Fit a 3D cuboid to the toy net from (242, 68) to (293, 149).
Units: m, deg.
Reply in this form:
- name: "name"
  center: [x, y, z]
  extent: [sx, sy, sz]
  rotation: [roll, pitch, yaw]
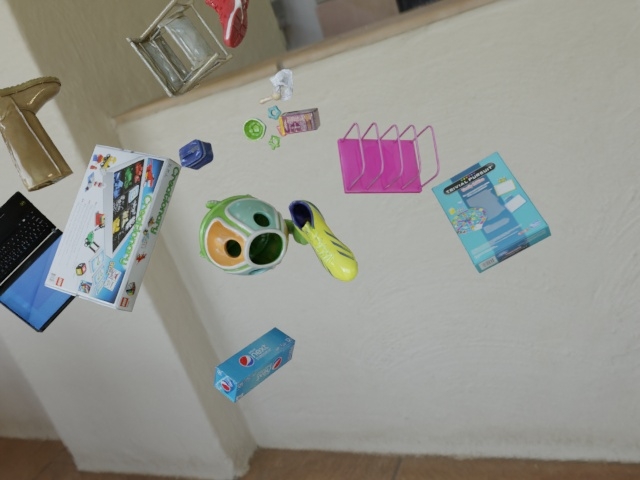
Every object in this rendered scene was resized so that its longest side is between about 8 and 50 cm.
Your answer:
- name: "toy net"
  center: [-0.131, -0.383, 1.747]
  extent: [0.232, 0.122, 0.045]
  rotation: [-60, -5, 23]

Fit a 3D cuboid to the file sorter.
- name: "file sorter"
  center: [0.233, -0.286, 2.043]
  extent: [0.291, 0.202, 0.182]
  rotation: [-2, -16, -18]

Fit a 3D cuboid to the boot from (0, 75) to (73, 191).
- name: "boot"
  center: [-0.753, -0.290, 1.622]
  extent: [0.236, 0.269, 0.089]
  rotation: [-34, 6, -38]

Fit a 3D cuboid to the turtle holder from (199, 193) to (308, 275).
- name: "turtle holder"
  center: [-0.191, 0.003, 1.791]
  extent: [0.227, 0.320, 0.243]
  rotation: [24, 89, 51]

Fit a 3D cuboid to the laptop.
- name: "laptop"
  center: [-0.716, 0.059, 1.471]
  extent: [0.137, 0.264, 0.234]
  rotation: [29, 69, 25]

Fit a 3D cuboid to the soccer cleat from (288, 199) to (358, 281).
- name: "soccer cleat"
  center: [-0.001, 0.000, 1.666]
  extent: [0.093, 0.289, 0.121]
  rotation: [-43, -30, 14]

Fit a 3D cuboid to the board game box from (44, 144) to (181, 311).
- name: "board game box"
  center: [-0.411, -0.030, 1.185]
  extent: [0.193, 0.305, 0.053]
  rotation: [13, -9, 24]

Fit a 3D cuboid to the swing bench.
- name: "swing bench"
  center: [-0.502, -0.687, 2.148]
  extent: [0.255, 0.253, 0.165]
  rotation: [-34, 7, 17]

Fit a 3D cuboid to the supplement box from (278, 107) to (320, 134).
- name: "supplement box"
  center: [-0.047, -0.270, 1.353]
  extent: [0.083, 0.043, 0.055]
  rotation: [-6, 20, 13]

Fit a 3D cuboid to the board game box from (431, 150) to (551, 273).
- name: "board game box"
  center: [0.552, -0.096, 1.966]
  extent: [0.254, 0.079, 0.336]
  rotation: [-30, 54, 12]

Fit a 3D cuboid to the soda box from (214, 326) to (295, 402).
- name: "soda box"
  center: [-0.155, 0.295, 1.442]
  extent: [0.071, 0.067, 0.210]
  rotation: [30, 36, 25]

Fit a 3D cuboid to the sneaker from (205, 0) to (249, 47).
- name: "sneaker"
  center: [-0.294, -0.691, 1.836]
  extent: [0.128, 0.221, 0.087]
  rotation: [5, -15, 21]

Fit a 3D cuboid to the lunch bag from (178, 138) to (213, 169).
- name: "lunch bag"
  center: [-0.372, -0.253, 1.762]
  extent: [0.098, 0.067, 0.065]
  rotation: [-26, -19, 29]
